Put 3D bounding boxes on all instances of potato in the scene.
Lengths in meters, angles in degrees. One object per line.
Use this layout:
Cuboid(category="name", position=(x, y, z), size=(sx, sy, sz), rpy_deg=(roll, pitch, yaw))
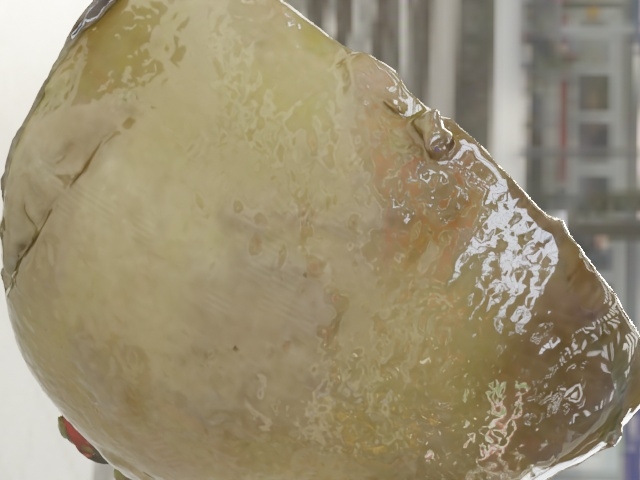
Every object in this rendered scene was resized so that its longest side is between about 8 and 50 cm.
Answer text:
Cuboid(category="potato", position=(-0.019, 0.025, 0.872), size=(0.189, 0.264, 0.211), rpy_deg=(-44, 138, -17))

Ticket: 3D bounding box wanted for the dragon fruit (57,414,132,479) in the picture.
Cuboid(category="dragon fruit", position=(-0.087, 0.070, 1.185), size=(0.172, 0.160, 0.167), rpy_deg=(-7, 116, -51))
